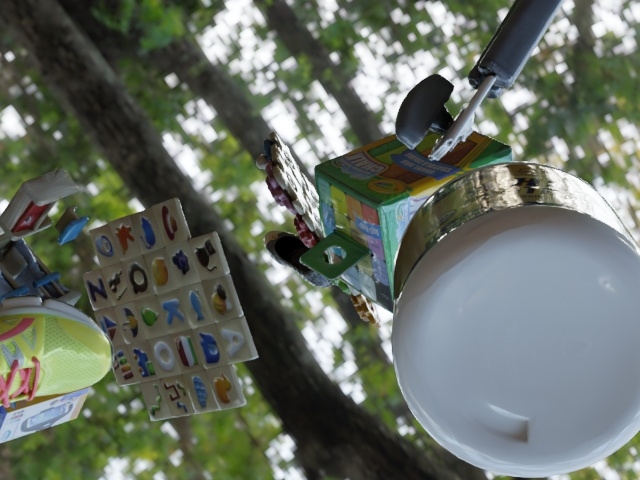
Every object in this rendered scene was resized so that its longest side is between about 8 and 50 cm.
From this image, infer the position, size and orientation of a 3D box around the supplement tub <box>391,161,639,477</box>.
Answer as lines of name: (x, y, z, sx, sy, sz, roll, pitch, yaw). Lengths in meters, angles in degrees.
supplement tub: (0.177, 0.054, 1.345, 0.228, 0.228, 0.316, -29, -170, 9)

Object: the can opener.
can opener: (0.186, -0.214, 1.774, 0.283, 0.095, 0.076, -57, -174, -19)

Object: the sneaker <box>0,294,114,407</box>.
sneaker: (-0.242, 0.095, 1.044, 0.209, 0.081, 0.094, 0, -140, -22)

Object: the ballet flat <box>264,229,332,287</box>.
ballet flat: (-0.034, 0.020, 2.359, 0.057, 0.049, 0.173, -45, -138, -11)

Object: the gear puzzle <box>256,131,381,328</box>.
gear puzzle: (0.000, 0.000, 2.288, 0.044, 0.339, 0.175, -29, -154, 10)

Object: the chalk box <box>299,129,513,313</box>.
chalk box: (0.109, -0.029, 2.103, 0.289, 0.179, 0.180, -23, -149, -25)

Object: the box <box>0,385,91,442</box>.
box: (-0.363, 0.215, 1.922, 0.136, 0.081, 0.028, -18, -117, -35)

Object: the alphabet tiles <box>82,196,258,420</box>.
alphabet tiles: (-0.211, 0.099, 2.051, 0.011, 0.285, 0.342, -19, -178, -39)

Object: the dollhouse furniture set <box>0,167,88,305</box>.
dollhouse furniture set: (-0.376, 0.026, 1.954, 0.183, 0.129, 0.129, -49, 168, 35)
